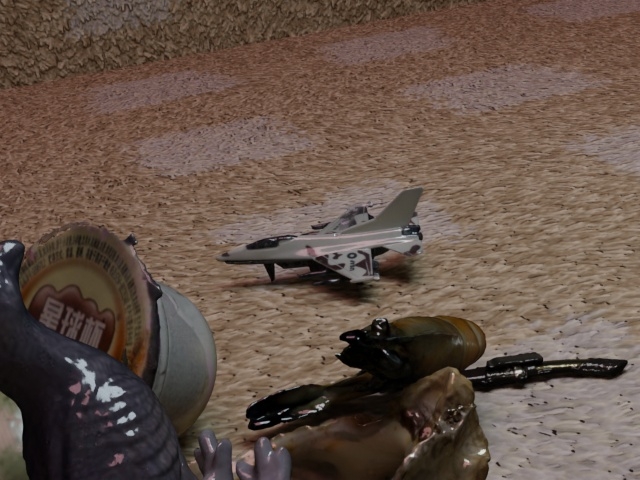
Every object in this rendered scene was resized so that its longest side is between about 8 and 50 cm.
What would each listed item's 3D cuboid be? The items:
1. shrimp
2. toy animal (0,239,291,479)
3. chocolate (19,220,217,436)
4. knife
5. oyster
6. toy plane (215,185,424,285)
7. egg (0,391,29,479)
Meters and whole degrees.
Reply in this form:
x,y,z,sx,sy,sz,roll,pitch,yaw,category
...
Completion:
x,y,z,sx,sy,sz,roll,pitch,yaw,category
0.015,0.104,0.793,0.198,0.051,0.262,-25,-13,16,shrimp
-0.090,0.148,0.566,0.081,0.367,0.206,-27,-10,27,toy animal
-0.159,0.105,0.859,0.221,0.221,0.147,14,-10,43,chocolate
0.144,0.110,0.909,0.222,0.021,0.045,-4,18,11,knife
0.009,0.175,0.707,0.233,0.107,0.161,-30,35,-10,oyster
0.010,0.011,1.152,0.234,0.082,0.160,-19,29,11,toy plane
-0.187,0.169,0.659,0.177,0.177,0.228,-21,45,-32,egg
